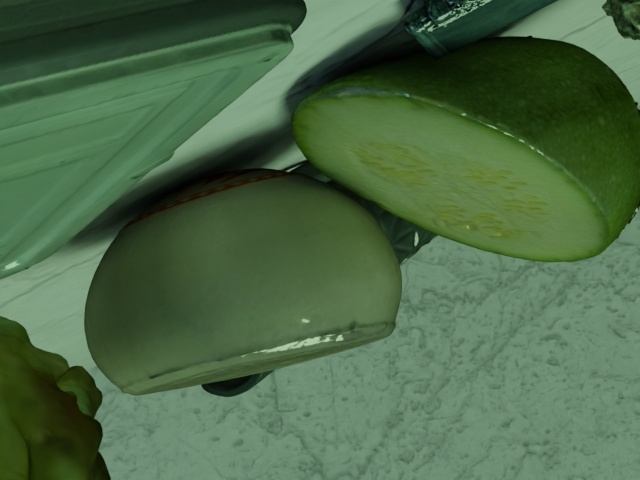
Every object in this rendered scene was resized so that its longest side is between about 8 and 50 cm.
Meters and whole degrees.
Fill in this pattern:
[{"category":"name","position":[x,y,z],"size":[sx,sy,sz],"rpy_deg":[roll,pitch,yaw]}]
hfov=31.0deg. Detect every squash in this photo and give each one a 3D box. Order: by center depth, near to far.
[{"category":"squash","position":[0.096,-0.037,0.769],"size":[0.189,0.189,0.260],"rpy_deg":[-29,180,37]}]

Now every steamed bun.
[{"category":"steamed bun","position":[-0.060,0.023,0.843],"size":[0.232,0.145,0.232],"rpy_deg":[-12,172,-2]}]

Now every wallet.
[{"category":"wallet","position":[0.108,-0.141,0.623],"size":[0.129,0.026,0.088],"rpy_deg":[-26,172,13]}]

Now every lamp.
[{"category":"lamp","position":[-0.168,-0.011,0.395],"size":[0.269,0.047,0.266],"rpy_deg":[-22,175,-38]}]

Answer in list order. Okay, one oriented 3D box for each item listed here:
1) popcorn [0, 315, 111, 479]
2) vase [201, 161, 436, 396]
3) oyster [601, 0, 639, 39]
[{"category":"popcorn","position":[-0.234,0.151,0.646],"size":[0.237,0.292,0.293],"rpy_deg":[-9,176,1]},{"category":"vase","position":[0.000,0.000,1.107],"size":[0.301,0.156,0.251],"rpy_deg":[-30,153,-27]},{"category":"oyster","position":[0.276,-0.189,0.862],"size":[0.177,0.064,0.125],"rpy_deg":[-27,173,-16]}]
